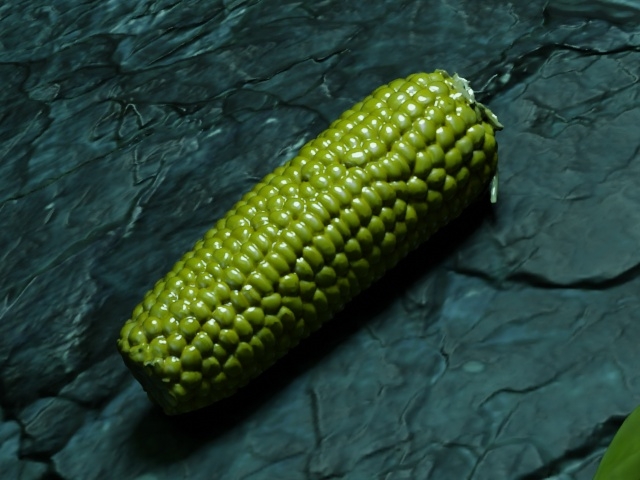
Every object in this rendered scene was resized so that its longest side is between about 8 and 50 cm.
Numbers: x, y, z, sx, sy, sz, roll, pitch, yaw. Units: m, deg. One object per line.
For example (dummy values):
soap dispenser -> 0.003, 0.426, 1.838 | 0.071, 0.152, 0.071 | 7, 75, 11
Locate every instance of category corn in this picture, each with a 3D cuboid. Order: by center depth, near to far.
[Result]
corn -> -0.003, -0.002, 0.847 | 0.260, 0.091, 0.091 | -41, 36, -20

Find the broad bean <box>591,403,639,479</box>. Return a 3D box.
broad bean -> 0.205, 0.094, 0.621 | 0.206, 0.072, 0.153 | -13, 30, 16
